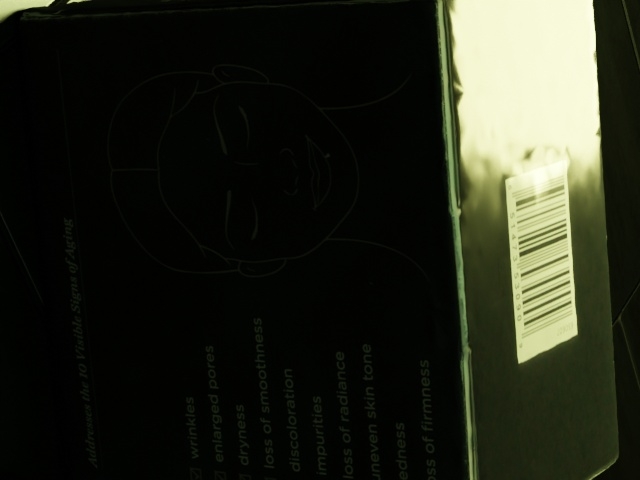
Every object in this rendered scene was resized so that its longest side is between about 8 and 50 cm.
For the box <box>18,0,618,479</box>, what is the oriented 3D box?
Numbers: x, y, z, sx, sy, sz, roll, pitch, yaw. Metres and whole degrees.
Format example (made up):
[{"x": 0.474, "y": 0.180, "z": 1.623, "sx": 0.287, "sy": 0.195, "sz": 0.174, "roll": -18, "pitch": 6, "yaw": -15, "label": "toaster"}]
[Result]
[{"x": 0.000, "y": 0.000, "z": 1.746, "sx": 0.297, "sy": 0.471, "sz": 0.480, "roll": -19, "pitch": 107, "yaw": -54, "label": "box"}]
